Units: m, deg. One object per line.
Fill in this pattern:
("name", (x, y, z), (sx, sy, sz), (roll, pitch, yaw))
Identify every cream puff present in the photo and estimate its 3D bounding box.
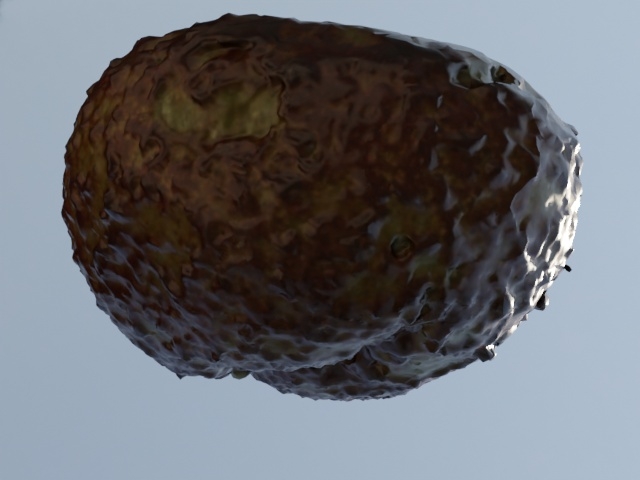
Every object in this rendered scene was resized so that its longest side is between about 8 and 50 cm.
("cream puff", (0.000, 0.000, 0.482), (0.149, 0.149, 0.084), (-1, -110, 25))
